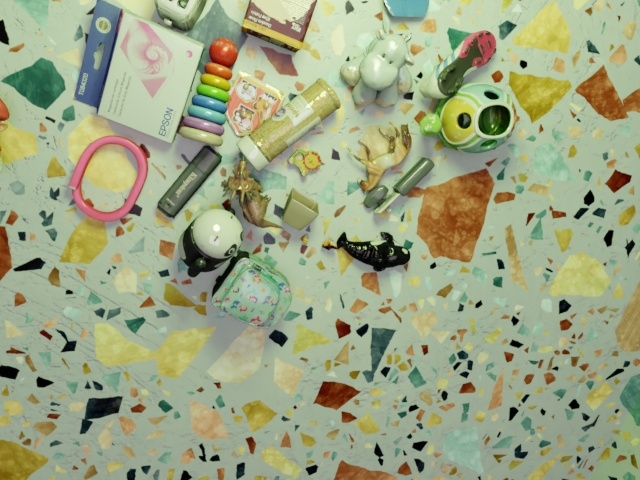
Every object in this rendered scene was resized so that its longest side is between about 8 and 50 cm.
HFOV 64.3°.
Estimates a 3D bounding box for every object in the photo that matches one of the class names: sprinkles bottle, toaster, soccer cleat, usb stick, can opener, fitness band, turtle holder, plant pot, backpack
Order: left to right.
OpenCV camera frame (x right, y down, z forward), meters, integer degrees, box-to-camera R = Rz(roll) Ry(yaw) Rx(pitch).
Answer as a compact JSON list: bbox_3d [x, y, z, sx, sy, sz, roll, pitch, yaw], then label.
[{"bbox_3d":[-0.688,-0.202,1.662,0.209,0.054,0.291,26,101,-16],"label":"fitness band"},{"bbox_3d":[-0.402,-0.742,1.509,0.129,0.146,0.227,27,99,-16],"label":"toaster"},{"bbox_3d":[-0.439,-0.197,1.709,0.077,0.045,0.278,40,96,-18],"label":"usb stick"},{"bbox_3d":[-0.227,0.188,1.789,0.253,0.191,0.225,34,97,-22],"label":"backpack"},{"bbox_3d":[-0.104,-0.378,1.671,0.355,0.121,0.121,-38,108,0],"label":"sprinkles bottle"},{"bbox_3d":[-0.078,-0.101,1.772,0.109,0.109,0.096,31,111,-16],"label":"plant pot"},{"bbox_3d":[0.282,-0.198,1.817,0.280,0.074,0.093,-41,107,3],"label":"can opener"},{"bbox_3d":[0.458,-0.598,1.722,0.331,0.143,0.116,-44,115,-20],"label":"soccer cleat"},{"bbox_3d":[0.504,-0.420,1.711,0.320,0.227,0.243,20,102,-15],"label":"turtle holder"}]

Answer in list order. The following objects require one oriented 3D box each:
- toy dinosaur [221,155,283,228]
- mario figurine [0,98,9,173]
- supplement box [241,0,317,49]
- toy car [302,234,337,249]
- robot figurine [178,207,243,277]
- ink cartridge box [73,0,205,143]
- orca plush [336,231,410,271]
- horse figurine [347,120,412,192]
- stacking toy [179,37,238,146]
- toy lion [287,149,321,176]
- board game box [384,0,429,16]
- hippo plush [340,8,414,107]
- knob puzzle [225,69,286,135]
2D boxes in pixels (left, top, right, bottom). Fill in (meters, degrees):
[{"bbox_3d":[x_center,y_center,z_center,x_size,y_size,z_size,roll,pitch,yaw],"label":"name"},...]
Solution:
[{"bbox_3d":[-0.232,-0.127,1.683,0.127,0.200,0.296,-30,109,0],"label":"toy dinosaur"},{"bbox_3d":[-1.047,-0.304,1.506,0.198,0.170,0.321,13,115,-48],"label":"mario figurine"},{"bbox_3d":[-0.124,-0.714,1.573,0.191,0.129,0.194,17,102,-14],"label":"supplement box"},{"bbox_3d":[0.000,0.000,1.837,0.122,0.060,0.041,18,70,-21],"label":"toy car"},{"bbox_3d":[-0.360,0.005,1.670,0.173,0.278,0.209,-5,73,-35],"label":"robot figurine"},{"bbox_3d":[-0.562,-0.507,1.557,0.330,0.071,0.324,19,115,-15],"label":"ink cartridge box"},{"bbox_3d":[0.205,0.039,1.855,0.287,0.102,0.151,27,100,-15],"label":"orca plush"},{"bbox_3d":[0.221,-0.302,1.783,0.263,0.066,0.175,-32,103,3],"label":"horse figurine"},{"bbox_3d":[-0.343,-0.474,1.612,0.141,0.141,0.331,13,97,-13],"label":"stacking toy"},{"bbox_3d":[-0.050,-0.276,1.763,0.100,0.034,0.096,42,88,-17],"label":"toy lion"},{"bbox_3d":[0.274,-0.793,1.664,0.168,0.033,0.133,-8,94,-20],"label":"board game box"},{"bbox_3d":[0.224,-0.554,1.621,0.234,0.236,0.294,37,97,-17],"label":"hippo plush"},{"bbox_3d":[-0.230,-0.435,1.686,0.213,0.030,0.213,-3,106,-9],"label":"knob puzzle"}]
